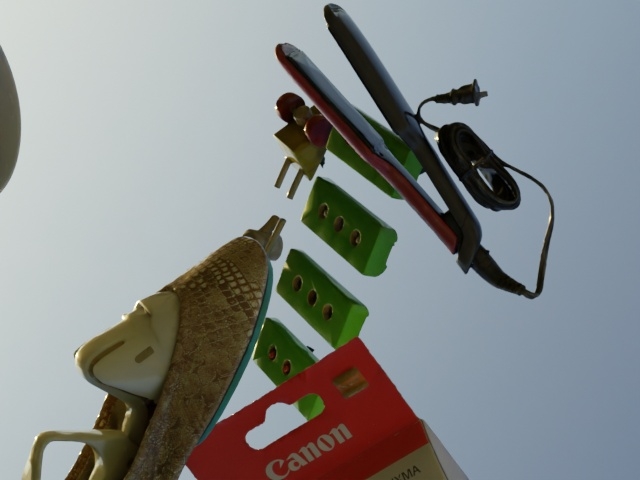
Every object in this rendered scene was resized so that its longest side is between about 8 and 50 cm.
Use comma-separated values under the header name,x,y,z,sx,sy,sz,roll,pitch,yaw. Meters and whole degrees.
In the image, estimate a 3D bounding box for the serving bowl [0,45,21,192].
name,x,y,z,sx,sy,sz,roll,pitch,yaw
serving bowl,-0.146,-0.051,0.475,0.027,0.083,0.083,-10,-141,23

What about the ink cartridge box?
name,x,y,z,sx,sy,sz,roll,pitch,yaw
ink cartridge box,0.021,0.209,0.948,0.181,0.225,0.056,-34,-169,18

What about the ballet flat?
name,x,y,z,sx,sy,sz,roll,pitch,yaw
ballet flat,-0.087,0.084,0.577,0.073,0.067,0.206,7,-108,59

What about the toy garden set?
name,x,y,z,sx,sy,sz,roll,pitch,yaw
toy garden set,0.000,0.000,1.123,0.204,0.049,0.244,41,-64,50

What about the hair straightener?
name,x,y,z,sx,sy,sz,roll,pitch,yaw
hair straightener,0.074,-0.061,0.823,0.089,0.230,0.047,-40,179,19
